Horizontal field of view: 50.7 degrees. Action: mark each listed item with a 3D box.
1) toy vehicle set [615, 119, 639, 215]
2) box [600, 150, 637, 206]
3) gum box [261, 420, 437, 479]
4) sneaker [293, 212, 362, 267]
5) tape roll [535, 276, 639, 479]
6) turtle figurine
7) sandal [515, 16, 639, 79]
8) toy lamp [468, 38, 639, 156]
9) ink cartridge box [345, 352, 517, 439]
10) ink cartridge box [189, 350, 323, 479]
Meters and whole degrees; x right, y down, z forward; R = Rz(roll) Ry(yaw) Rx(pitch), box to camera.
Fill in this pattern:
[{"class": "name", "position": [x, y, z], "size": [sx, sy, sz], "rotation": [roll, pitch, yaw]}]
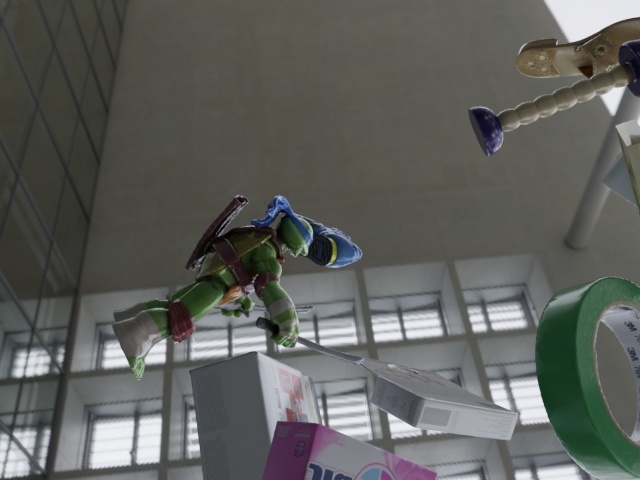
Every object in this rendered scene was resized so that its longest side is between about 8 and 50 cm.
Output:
[{"class": "toy vehicle set", "position": [0.578, -0.067, 1.187], "size": [0.035, 0.267, 0.166], "rotation": [-16, -163, 22]}, {"class": "box", "position": [0.656, -0.121, 1.306], "size": [0.170, 0.091, 0.130], "rotation": [38, -133, 12]}, {"class": "gum box", "position": [0.031, 0.255, 0.655], "size": [0.062, 0.188, 0.107], "rotation": [-14, -127, 47]}, {"class": "sneaker", "position": [0.000, 0.000, 1.286], "size": [0.082, 0.069, 0.209], "rotation": [1, -163, -33]}, {"class": "tape roll", "position": [0.481, 0.222, 1.094], "size": [0.321, 0.077, 0.321], "rotation": [14, -114, -33]}, {"class": "turtle figurine", "position": [-0.104, 0.103, 0.844], "size": [0.266, 0.275, 0.198], "rotation": [-25, -137, -13]}, {"class": "sandal", "position": [0.403, -0.260, 1.002], "size": [0.240, 0.088, 0.079], "rotation": [1, -125, 38]}, {"class": "toy lamp", "position": [0.338, -0.192, 0.885], "size": [0.274, 0.080, 0.080], "rotation": [-23, -130, 9]}, {"class": "ink cartridge box", "position": [0.225, 0.333, 1.440], "size": [0.261, 0.296, 0.066], "rotation": [18, -91, 55]}, {"class": "ink cartridge box", "position": [-0.083, 0.372, 1.141], "size": [0.130, 0.272, 0.309], "rotation": [-19, -115, 14]}]
